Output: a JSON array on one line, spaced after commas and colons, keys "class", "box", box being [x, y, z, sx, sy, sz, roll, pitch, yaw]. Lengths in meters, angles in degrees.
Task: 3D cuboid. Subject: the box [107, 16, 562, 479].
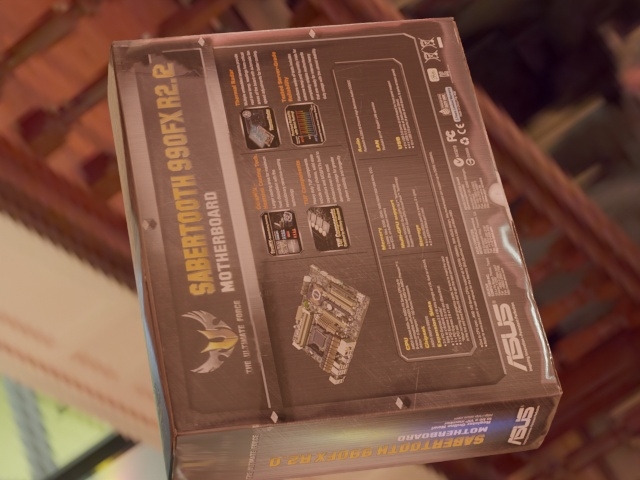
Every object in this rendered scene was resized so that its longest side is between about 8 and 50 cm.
[{"class": "box", "box": [0.000, 0.000, 0.916, 0.056, 0.183, 0.231, 100, -20, -55]}]
